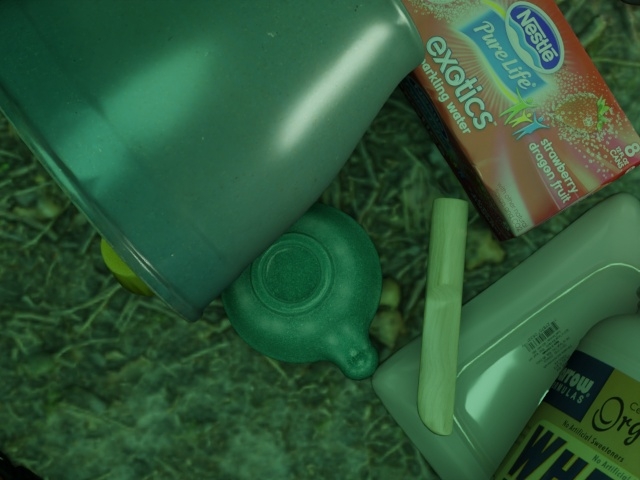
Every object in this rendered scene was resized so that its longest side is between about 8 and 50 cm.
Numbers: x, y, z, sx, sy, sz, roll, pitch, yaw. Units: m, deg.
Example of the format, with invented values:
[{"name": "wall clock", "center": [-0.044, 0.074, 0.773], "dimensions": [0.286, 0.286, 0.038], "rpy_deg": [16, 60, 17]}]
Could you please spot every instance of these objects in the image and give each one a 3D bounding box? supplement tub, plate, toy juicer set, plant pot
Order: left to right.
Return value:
[{"name": "plant pot", "center": [-0.077, -0.126, 1.055], "dimensions": [0.255, 0.271, 0.271], "rpy_deg": [-39, 89, -1]}, {"name": "toy juicer set", "center": [0.000, 0.000, 1.206], "dimensions": [0.329, 0.089, 0.209], "rpy_deg": [24, 85, 12]}, {"name": "plate", "center": [0.229, 0.144, 1.224], "dimensions": [0.277, 0.045, 0.278], "rpy_deg": [-36, 89, -1]}, {"name": "supplement tub", "center": [0.248, 0.196, 1.085], "dimensions": [0.228, 0.228, 0.316], "rpy_deg": [33, 88, 1]}]

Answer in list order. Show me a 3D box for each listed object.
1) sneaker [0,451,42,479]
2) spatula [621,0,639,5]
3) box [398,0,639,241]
[{"name": "sneaker", "center": [-0.319, 0.215, 1.203], "dimensions": [0.262, 0.099, 0.121], "rpy_deg": [35, 96, 8]}, {"name": "spatula", "center": [0.394, -0.212, 1.242], "dimensions": [0.297, 0.030, 0.084], "rpy_deg": [-1, 90, -1]}, {"name": "box", "center": [0.136, -0.138, 1.192], "dimensions": [0.128, 0.122, 0.257], "rpy_deg": [-31, 88, -2]}]
